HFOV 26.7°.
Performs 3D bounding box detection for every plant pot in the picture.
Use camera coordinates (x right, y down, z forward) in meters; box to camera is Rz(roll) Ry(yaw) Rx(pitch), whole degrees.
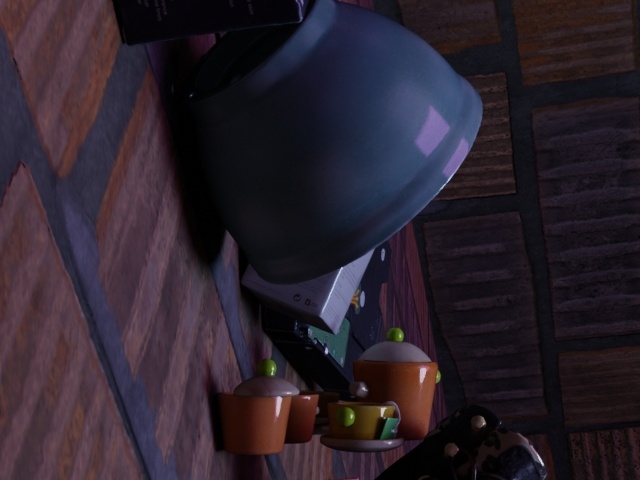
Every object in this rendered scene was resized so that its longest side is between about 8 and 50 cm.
[{"bbox_3d":[-0.013,-0.129,1.349,0.196,0.293,0.293,49,24,-24],"label":"plant pot"}]

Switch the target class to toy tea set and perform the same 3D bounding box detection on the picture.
[{"bbox_3d":[0.010,0.154,1.436,0.336,0.200,0.124,13,77,-75],"label":"toy tea set"}]

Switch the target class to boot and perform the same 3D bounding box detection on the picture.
[{"bbox_3d":[0.096,0.284,1.301,0.138,0.284,0.377,52,-16,4],"label":"boot"}]

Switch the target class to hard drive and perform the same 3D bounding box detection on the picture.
[{"bbox_3d":[0.016,0.059,1.770,0.339,0.064,0.237,54,42,-65],"label":"hard drive"}]

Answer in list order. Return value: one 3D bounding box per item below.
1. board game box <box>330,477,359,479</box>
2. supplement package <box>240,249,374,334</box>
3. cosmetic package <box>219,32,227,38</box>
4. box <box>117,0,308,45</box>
[{"bbox_3d":[0.046,0.456,1.905,0.147,0.045,0.193,-83,164,-56],"label":"board game box"},{"bbox_3d":[0.000,0.000,1.547,0.179,0.105,0.105,-65,163,-11],"label":"supplement package"},{"bbox_3d":[-0.074,-0.184,1.570,0.099,0.060,0.239,-54,137,-80],"label":"cosmetic package"},{"bbox_3d":[-0.100,-0.262,1.152,0.093,0.158,0.156,-78,160,-64],"label":"box"}]
